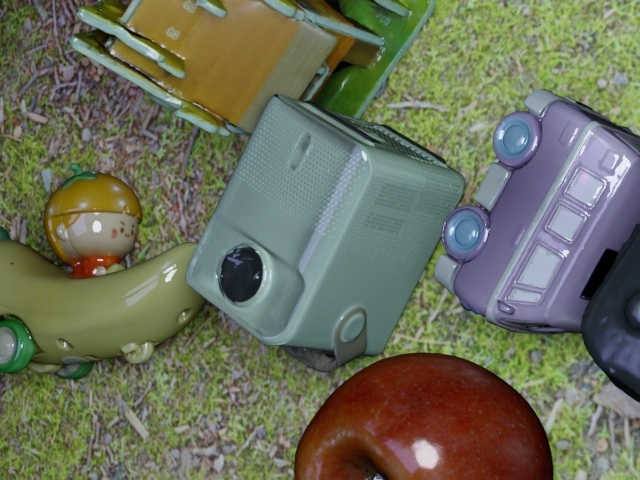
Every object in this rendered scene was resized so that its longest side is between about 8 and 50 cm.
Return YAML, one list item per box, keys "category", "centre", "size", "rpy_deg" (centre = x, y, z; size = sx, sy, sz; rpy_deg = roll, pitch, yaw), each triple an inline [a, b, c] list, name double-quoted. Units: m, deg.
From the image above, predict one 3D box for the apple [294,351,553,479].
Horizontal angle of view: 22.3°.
- category: "apple"
  centre: [0.092, 0.207, 1.436]
  size: [0.218, 0.201, 0.218]
  rpy_deg: [1, 92, 35]

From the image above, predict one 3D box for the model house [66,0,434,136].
- category: "model house"
  centre: [-0.127, -0.271, 1.598]
  size: [0.242, 0.313, 0.358]
  rpy_deg: [-53, 56, 16]

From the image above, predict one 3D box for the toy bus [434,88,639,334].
- category: "toy bus"
  centre: [0.208, -0.012, 1.412]
  size: [0.142, 0.142, 0.202]
  rpy_deg: [36, 105, 35]

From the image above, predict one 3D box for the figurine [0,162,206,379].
- category: "figurine"
  centre: [-0.254, 0.033, 1.771]
  size: [0.324, 0.124, 0.222]
  rpy_deg: [-10, 74, 32]

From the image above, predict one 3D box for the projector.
- category: "projector"
  centre: [0.000, 0.000, 1.545]
  size: [0.163, 0.177, 0.242]
  rpy_deg: [37, 106, 36]

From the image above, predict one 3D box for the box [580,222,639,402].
- category: "box"
  centre: [0.418, 0.026, 1.206]
  size: [0.359, 0.091, 0.350]
  rpy_deg: [30, 83, 28]
